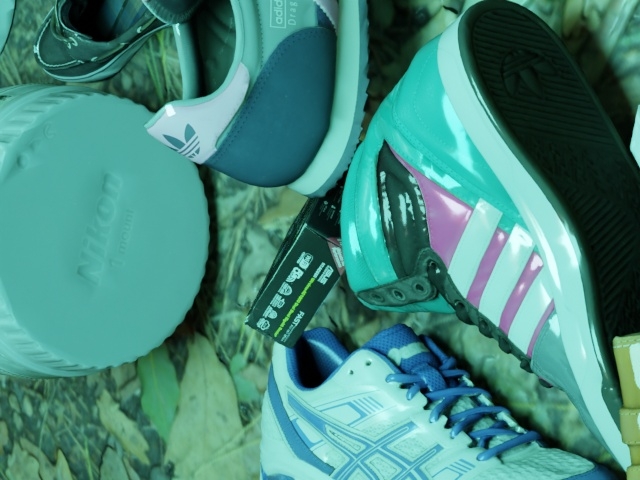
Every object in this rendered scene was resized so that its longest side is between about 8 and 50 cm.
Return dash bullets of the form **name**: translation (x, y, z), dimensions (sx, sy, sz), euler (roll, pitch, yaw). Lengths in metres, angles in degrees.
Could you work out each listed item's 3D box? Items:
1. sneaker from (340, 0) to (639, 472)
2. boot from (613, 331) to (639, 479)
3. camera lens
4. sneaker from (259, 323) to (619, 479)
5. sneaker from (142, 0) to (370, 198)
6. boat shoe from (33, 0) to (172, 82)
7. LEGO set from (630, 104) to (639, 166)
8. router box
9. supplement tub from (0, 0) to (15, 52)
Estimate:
- **sneaker**: translation (0.108, 0.027, 0.936), dimensions (0.178, 0.124, 0.295), euler (-32, 81, 51)
- **boot**: translation (0.180, 0.155, 0.797), dimensions (0.283, 0.109, 0.220), euler (-17, 91, 4)
- **camera lens**: translation (-0.246, -0.007, 1.227), dimensions (0.274, 0.219, 0.219), euler (0, 96, 46)
- **sneaker**: translation (0.061, 0.122, 1.006), dimensions (0.296, 0.112, 0.131), euler (4, 99, 45)
- **sneaker**: translation (-0.047, -0.187, 1.008), dimensions (0.112, 0.131, 0.319), euler (-38, 49, 51)
- **boat shoe**: translation (-0.165, -0.174, 1.220), dimensions (0.228, 0.076, 0.080), euler (-12, 87, 46)
- **LEGO set**: translation (0.227, -0.158, 0.824), dimensions (0.132, 0.107, 0.287), euler (-132, 37, -76)
- **router box**: translation (0.000, 0.000, 1.046), dimensions (0.038, 0.122, 0.092), euler (31, 126, -4)
- **supplement tub**: translation (-0.443, -0.221, 1.322), dimensions (0.235, 0.325, 0.235), euler (9, 103, 45)
